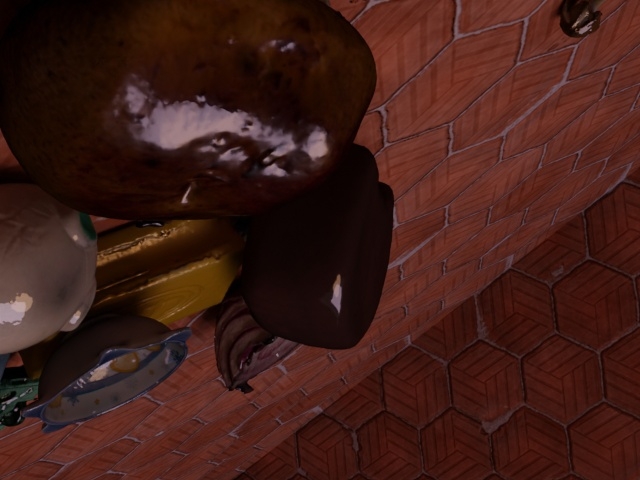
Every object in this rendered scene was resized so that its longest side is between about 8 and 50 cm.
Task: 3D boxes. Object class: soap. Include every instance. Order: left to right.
[{"bbox_3d":[-0.274,0.067,1.316,0.324,0.096,0.204,-22,160,-30],"label":"soap"}]

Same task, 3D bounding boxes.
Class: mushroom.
[{"bbox_3d":[-0.127,-0.152,0.881,0.345,0.259,0.345,-3,159,-1],"label":"mushroom"},{"bbox_3d":[0.443,-0.379,1.425,0.187,0.060,0.061,-40,154,4],"label":"mushroom"}]

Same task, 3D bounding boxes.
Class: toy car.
[{"bbox_3d":[-0.556,0.284,1.407,0.321,0.097,0.141,-40,161,19],"label":"toy car"}]

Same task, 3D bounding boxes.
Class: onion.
[{"bbox_3d":[-0.080,0.127,1.758,0.280,0.146,0.314,-32,160,-51],"label":"onion"}]

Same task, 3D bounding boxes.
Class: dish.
[{"bbox_3d":[-0.285,0.149,1.215,0.236,0.086,0.228,-29,161,-8],"label":"dish"}]

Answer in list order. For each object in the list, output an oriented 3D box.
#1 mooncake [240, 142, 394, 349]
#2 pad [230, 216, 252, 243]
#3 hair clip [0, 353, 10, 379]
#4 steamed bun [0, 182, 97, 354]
[{"bbox_3d":[0.000,0.000,1.363,0.326,0.174,0.333,-45,142,-63],"label":"mooncake"},{"bbox_3d":[-0.108,-0.029,1.496,0.158,0.003,0.235,-16,156,-41],"label":"pad"},{"bbox_3d":[-0.400,0.124,1.181,0.048,0.083,0.275,18,154,-23],"label":"hair clip"},{"bbox_3d":[-0.317,0.031,0.996,0.228,0.131,0.177,-30,129,-65],"label":"steamed bun"}]
